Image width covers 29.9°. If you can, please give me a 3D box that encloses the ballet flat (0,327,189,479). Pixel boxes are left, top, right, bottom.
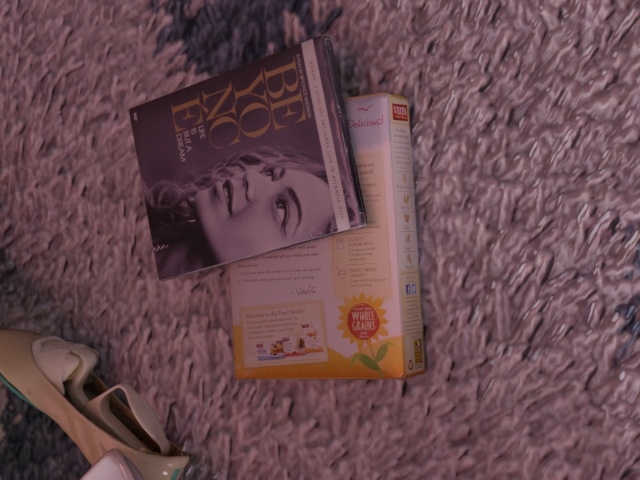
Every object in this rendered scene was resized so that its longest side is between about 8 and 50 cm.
[{"bbox_3d":[-0.223,0.151,1.156,0.248,0.086,0.086,42,111,12],"label":"ballet flat"}]

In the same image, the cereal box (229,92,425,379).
[{"bbox_3d":[0.000,0.000,1.043,0.173,0.047,0.240,-3,89,30],"label":"cereal box"}]

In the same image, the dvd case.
[{"bbox_3d":[-0.070,-0.067,1.046,0.221,0.018,0.165,-15,82,31],"label":"dvd case"}]

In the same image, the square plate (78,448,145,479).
[{"bbox_3d":[-0.177,0.411,1.118,0.347,0.049,0.344,-45,70,38],"label":"square plate"}]
